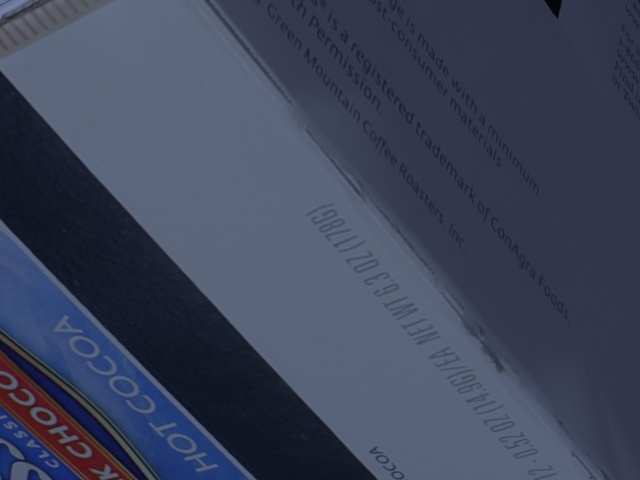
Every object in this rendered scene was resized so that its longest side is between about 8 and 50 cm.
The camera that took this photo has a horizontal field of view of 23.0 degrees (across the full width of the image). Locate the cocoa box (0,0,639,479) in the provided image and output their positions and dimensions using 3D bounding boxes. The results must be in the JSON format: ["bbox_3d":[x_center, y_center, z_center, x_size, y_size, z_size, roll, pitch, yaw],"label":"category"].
[{"bbox_3d":[0.000,0.000,0.555,0.228,0.347,0.231,-20,35,34],"label":"cocoa box"}]
